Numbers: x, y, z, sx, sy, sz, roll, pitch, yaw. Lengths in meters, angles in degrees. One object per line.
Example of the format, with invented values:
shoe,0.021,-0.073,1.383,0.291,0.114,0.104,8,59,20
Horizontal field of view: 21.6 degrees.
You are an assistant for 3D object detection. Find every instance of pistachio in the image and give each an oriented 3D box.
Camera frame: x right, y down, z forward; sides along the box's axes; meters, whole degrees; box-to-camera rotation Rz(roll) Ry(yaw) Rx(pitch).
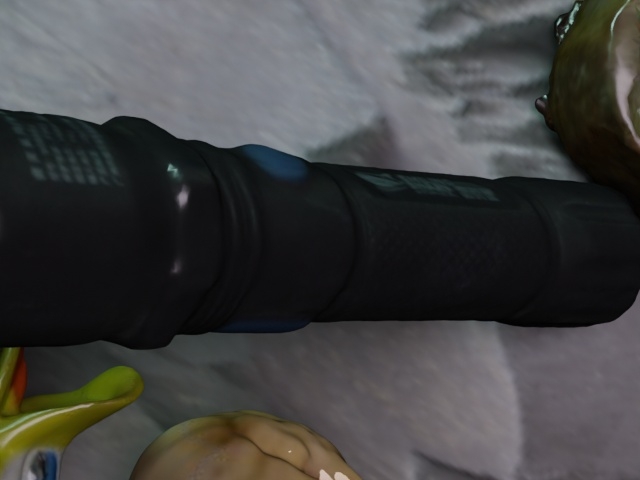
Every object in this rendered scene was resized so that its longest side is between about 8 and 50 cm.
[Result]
pistachio,-0.026,0.177,0.815,0.145,0.117,0.201,-16,100,20

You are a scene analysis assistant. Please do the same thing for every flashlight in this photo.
flashlight,0.000,0.000,0.765,0.424,0.103,0.103,2,83,-41

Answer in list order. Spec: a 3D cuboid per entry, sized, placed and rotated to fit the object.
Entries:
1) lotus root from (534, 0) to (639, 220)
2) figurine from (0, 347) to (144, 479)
lotus root,0.298,-0.140,0.944,0.374,0.111,0.391,-7,85,-21
figurine,-0.220,0.020,0.751,0.421,0.154,0.193,43,78,-6
